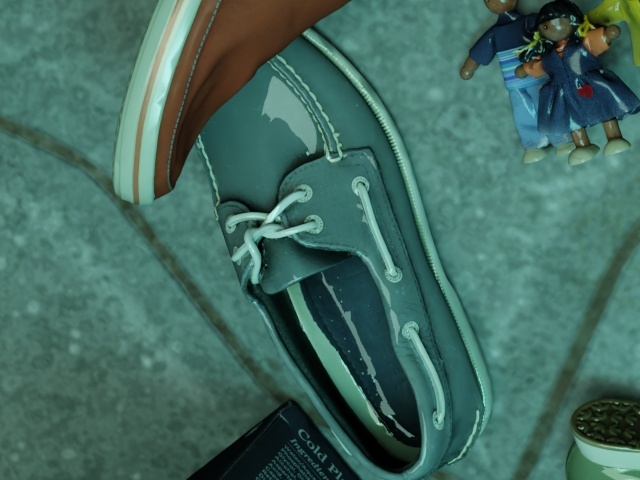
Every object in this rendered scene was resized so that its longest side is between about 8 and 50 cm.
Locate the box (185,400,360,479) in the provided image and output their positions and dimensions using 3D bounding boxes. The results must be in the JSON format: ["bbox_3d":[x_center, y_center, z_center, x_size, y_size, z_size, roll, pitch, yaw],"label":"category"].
[{"bbox_3d":[-0.128,0.303,1.207,0.343,0.312,0.179,-39,92,25],"label":"box"}]

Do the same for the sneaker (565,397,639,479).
[{"bbox_3d":[0.238,0.154,1.182,0.192,0.064,0.086,11,124,10],"label":"sneaker"}]

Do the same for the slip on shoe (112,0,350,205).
[{"bbox_3d":[-0.018,-0.159,1.111,0.101,0.123,0.331,31,92,-3],"label":"slip on shoe"}]

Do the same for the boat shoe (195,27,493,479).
[{"bbox_3d":[0.000,0.000,1.188,0.116,0.099,0.319,-25,96,26],"label":"boat shoe"}]

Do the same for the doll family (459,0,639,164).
[{"bbox_3d":[0.159,-0.111,1.119,0.193,0.076,0.111,-17,105,25],"label":"doll family"}]
